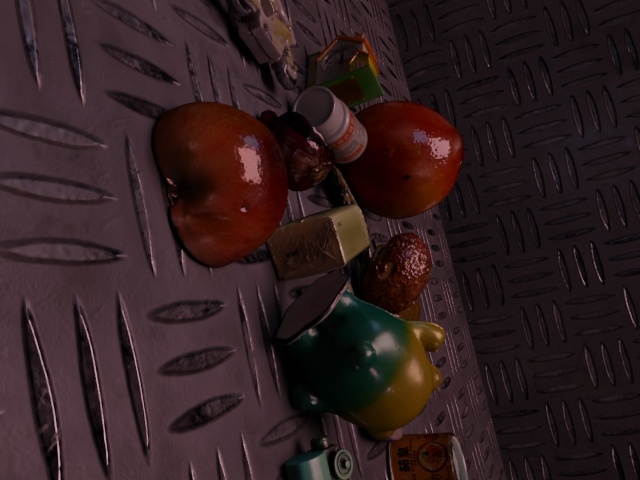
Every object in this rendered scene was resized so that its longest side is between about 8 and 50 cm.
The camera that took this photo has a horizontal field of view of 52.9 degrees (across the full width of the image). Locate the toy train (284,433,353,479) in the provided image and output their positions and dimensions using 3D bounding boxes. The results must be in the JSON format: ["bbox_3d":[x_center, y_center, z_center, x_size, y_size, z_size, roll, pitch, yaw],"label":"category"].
[{"bbox_3d":[0.005,0.498,1.204,0.159,0.101,0.248,-3,77,-54],"label":"toy train"}]

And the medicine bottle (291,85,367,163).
[{"bbox_3d":[0.026,-0.315,1.771,0.252,0.145,0.144,32,47,-60],"label":"medicine bottle"}]

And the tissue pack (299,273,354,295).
[{"bbox_3d":[0.044,0.218,1.511,0.185,0.081,0.256,-12,87,-69],"label":"tissue pack"}]

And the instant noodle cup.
[{"bbox_3d":[0.298,0.621,1.758,0.216,0.172,0.215,-15,90,-72],"label":"instant noodle cup"}]

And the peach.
[{"bbox_3d":[0.253,-0.256,1.994,0.388,0.389,0.388,-15,90,-70],"label":"peach"}]

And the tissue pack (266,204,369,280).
[{"bbox_3d":[0.000,0.000,1.438,0.234,0.159,0.125,-30,103,-69],"label":"tissue pack"}]

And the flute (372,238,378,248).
[{"bbox_3d":[0.221,0.115,2.158,0.014,0.014,0.269,-58,129,-64],"label":"flute"}]

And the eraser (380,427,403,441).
[{"bbox_3d":[0.155,0.444,1.671,0.243,0.059,0.204,-16,91,-74],"label":"eraser"}]

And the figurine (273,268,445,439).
[{"bbox_3d":[0.089,0.243,1.309,0.340,0.323,0.231,45,-6,-17],"label":"figurine"}]

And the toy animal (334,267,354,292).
[{"bbox_3d":[0.061,0.115,1.677,0.149,0.054,0.275,-6,80,-73],"label":"toy animal"}]

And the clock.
[{"bbox_3d":[0.062,-0.503,1.887,0.106,0.220,0.255,53,28,-42],"label":"clock"}]

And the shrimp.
[{"bbox_3d":[0.074,-0.084,1.764,0.364,0.071,0.233,-97,165,-58],"label":"shrimp"}]

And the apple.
[{"bbox_3d":[-0.148,-0.114,1.125,0.251,0.163,0.292,-39,110,-70],"label":"apple"}]

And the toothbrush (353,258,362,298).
[{"bbox_3d":[0.104,0.107,1.829,0.031,0.030,0.297,36,41,-47],"label":"toothbrush"}]

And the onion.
[{"bbox_3d":[-0.077,-0.213,1.451,0.218,0.140,0.195,44,3,20],"label":"onion"}]

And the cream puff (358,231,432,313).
[{"bbox_3d":[0.204,0.095,1.718,0.164,0.240,0.240,28,26,2],"label":"cream puff"}]

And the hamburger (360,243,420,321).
[{"bbox_3d":[0.213,0.152,1.936,0.265,0.135,0.284,13,62,-70],"label":"hamburger"}]

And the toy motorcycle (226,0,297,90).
[{"bbox_3d":[-0.139,-0.529,1.534,0.340,0.108,0.222,48,33,-54],"label":"toy motorcycle"}]
